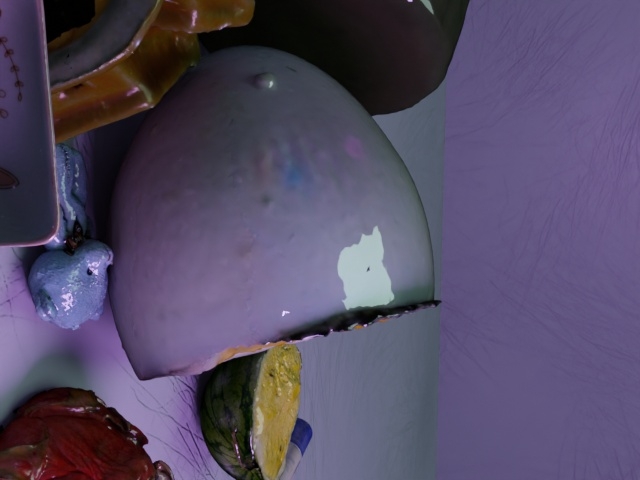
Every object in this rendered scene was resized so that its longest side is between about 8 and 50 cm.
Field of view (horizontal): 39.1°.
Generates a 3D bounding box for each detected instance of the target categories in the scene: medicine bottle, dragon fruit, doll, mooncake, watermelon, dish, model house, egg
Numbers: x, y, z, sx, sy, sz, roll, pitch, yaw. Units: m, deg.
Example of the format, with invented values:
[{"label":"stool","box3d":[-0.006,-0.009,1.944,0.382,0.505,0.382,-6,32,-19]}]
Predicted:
[{"label":"medicine bottle","box3d":[-0.075,0.386,1.500,0.231,0.059,0.059,-54,144,-57]},{"label":"dragon fruit","box3d":[-0.220,0.259,0.879,0.224,0.148,0.218,40,57,-68]},{"label":"doll","box3d":[-0.236,-0.002,0.881,0.120,0.075,0.179,18,78,-75]},{"label":"mooncake","box3d":[0.007,-0.318,1.103,0.356,0.356,0.194,62,41,-59]},{"label":"watermelon","box3d":[-0.103,0.239,1.264,0.232,0.127,0.204,-67,155,-48]},{"label":"dish","box3d":[-0.277,-0.101,0.665,0.077,0.151,0.212,-138,-135,-67]},{"label":"model house","box3d":[-0.174,-0.189,0.819,0.239,0.268,0.173,33,43,-71]},{"label":"egg","box3d":[-0.072,-0.044,0.995,0.354,0.354,0.339,6,69,-72]}]
